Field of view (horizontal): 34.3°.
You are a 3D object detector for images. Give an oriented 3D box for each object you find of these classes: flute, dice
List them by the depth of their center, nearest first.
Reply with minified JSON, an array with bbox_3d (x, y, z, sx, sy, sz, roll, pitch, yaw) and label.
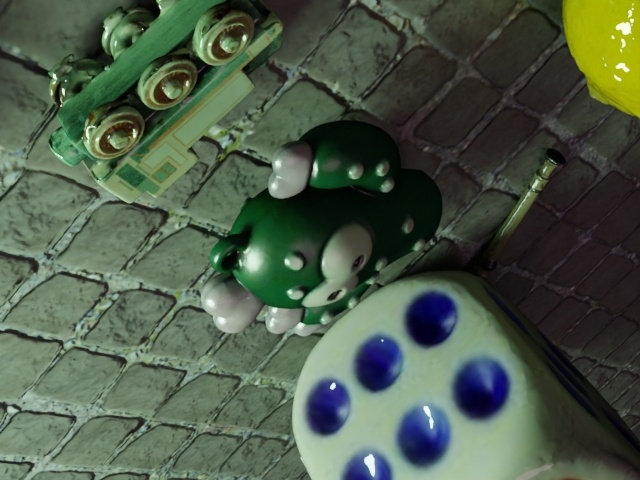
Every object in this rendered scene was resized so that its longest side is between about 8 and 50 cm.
[{"bbox_3d":[0.170,0.227,1.142,0.277,0.304,0.304,-41,132,11],"label":"dice"},{"bbox_3d":[0.210,-0.006,1.183,0.027,0.027,0.233,-2,133,-37],"label":"flute"}]

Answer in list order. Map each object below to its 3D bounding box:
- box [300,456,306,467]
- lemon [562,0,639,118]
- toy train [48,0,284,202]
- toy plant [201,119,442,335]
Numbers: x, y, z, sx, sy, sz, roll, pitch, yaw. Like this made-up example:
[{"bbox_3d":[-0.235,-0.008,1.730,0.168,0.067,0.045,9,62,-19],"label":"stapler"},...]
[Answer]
[{"bbox_3d":[0.035,0.268,1.349,0.117,0.036,0.050,-39,143,6],"label":"box"},{"bbox_3d":[0.332,-0.217,0.863,0.233,0.233,0.288,14,133,-47],"label":"lemon"},{"bbox_3d":[-0.108,-0.118,0.762,0.194,0.081,0.125,-41,155,4],"label":"toy train"},{"bbox_3d":[0.000,-0.003,0.945,0.243,0.112,0.232,13,118,-53],"label":"toy plant"}]
